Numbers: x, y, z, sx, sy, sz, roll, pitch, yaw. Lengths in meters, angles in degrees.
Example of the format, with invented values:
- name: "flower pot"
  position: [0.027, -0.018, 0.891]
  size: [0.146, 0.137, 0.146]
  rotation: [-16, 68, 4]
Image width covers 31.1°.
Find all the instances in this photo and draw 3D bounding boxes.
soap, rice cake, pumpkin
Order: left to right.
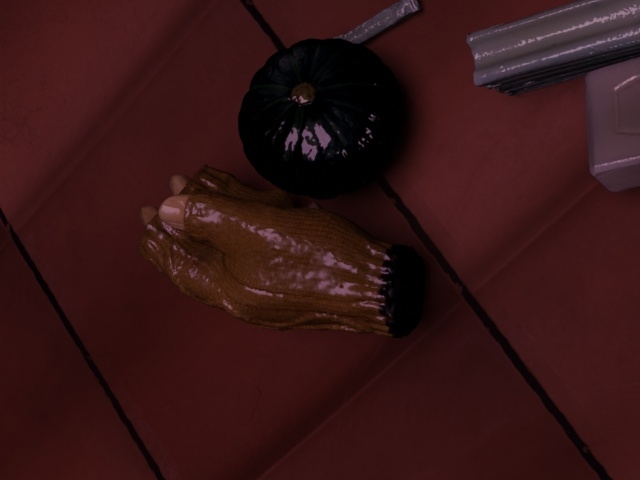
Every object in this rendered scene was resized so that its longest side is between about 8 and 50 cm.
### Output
- name: "pumpkin"
  position: [0.002, -0.139, 1.295]
  size: [0.194, 0.150, 0.194]
  rotation: [-3, 85, 33]
- name: "rice cake"
  position: [0.063, -0.249, 1.333]
  size: [0.121, 0.021, 0.022]
  rotation: [-25, 88, 28]
- name: "soap"
  position: [0.260, -0.204, 1.162]
  size: [0.198, 0.114, 0.063]
  rotation: [-12, 85, 29]
- name: "soap"
  position: [0.353, -0.125, 1.113]
  size: [0.183, 0.064, 0.121]
  rotation: [-13, 60, 32]

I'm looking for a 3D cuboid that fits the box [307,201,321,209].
- name: "box"
  position: [0.000, 0.000, 1.379]
  size: [0.046, 0.012, 0.083]
  rotation: [-43, 72, 25]

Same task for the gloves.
- name: "gloves"
  position: [-0.056, 0.022, 1.290]
  size: [0.356, 0.203, 0.155]
  rotation: [23, 93, 21]
